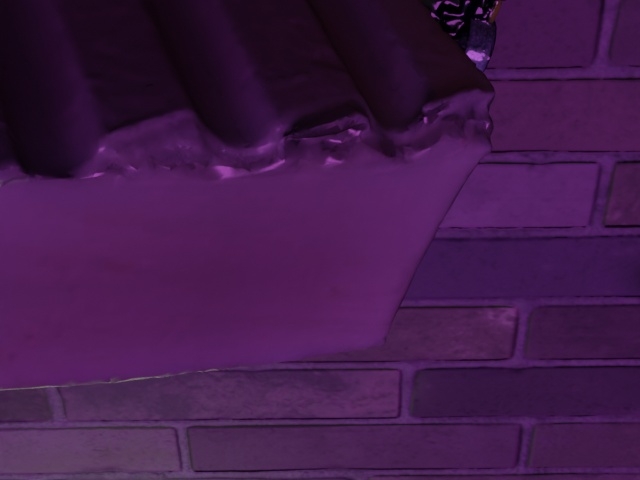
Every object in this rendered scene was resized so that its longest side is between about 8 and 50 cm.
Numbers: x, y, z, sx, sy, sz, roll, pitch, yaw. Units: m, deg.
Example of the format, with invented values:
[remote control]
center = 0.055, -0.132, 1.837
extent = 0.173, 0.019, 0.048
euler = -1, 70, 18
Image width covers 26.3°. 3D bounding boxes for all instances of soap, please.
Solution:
[soap]
center = -0.143, -0.127, 0.931
extent = 0.350, 0.435, 0.213
euler = -10, 138, -22

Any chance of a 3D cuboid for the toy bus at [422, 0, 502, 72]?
[toy bus]
center = 0.050, -0.137, 1.140
extent = 0.128, 0.150, 0.262
euler = 12, 128, -11
